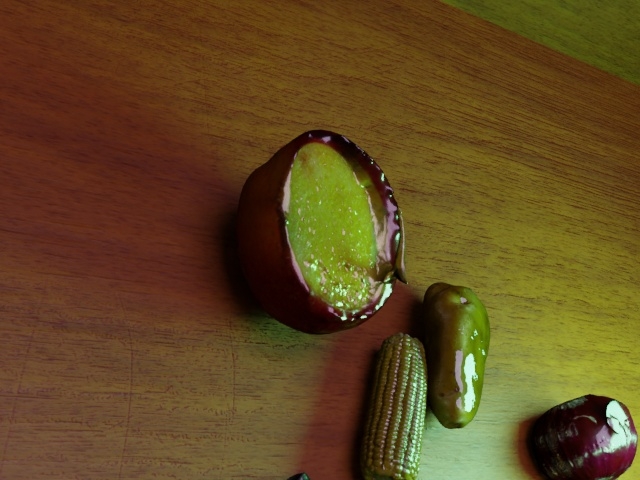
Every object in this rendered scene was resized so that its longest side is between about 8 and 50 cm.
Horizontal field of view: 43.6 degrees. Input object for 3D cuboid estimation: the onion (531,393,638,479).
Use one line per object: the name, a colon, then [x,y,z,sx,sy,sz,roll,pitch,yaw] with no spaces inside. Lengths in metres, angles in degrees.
onion: [0.632,0.478,1.906,0.206,0.206,0.216,2,61,-37]

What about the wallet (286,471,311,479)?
wallet: [0.016,0.625,1.447,0.378,0.051,0.197,53,45,0]

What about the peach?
peach: [-0.010,-0.010,1.649,0.334,0.310,0.406,-9,82,-27]

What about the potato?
potato: [0.308,0.257,1.816,0.176,0.195,0.369,18,51,-12]

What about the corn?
corn: [0.161,0.353,1.679,0.131,0.131,0.345,31,48,-18]
